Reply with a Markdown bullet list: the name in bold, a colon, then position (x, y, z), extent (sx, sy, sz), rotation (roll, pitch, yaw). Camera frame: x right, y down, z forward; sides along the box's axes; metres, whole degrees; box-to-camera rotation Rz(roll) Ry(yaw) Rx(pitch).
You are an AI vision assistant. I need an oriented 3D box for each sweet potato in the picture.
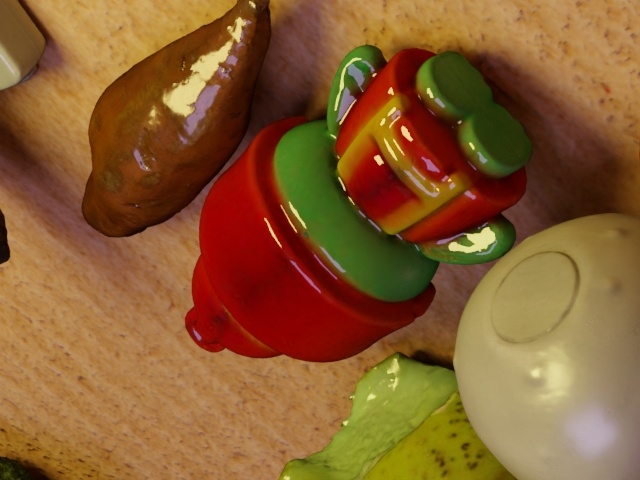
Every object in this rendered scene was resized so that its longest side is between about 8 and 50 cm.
- **sweet potato**: position (-0.125, -0.080, 1.306), extent (0.112, 0.112, 0.359), rotation (35, 138, -7)

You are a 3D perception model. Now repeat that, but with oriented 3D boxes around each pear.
- **pear**: position (0.084, 0.224, 1.331), extent (0.176, 0.286, 0.282), rotation (40, 173, -13)

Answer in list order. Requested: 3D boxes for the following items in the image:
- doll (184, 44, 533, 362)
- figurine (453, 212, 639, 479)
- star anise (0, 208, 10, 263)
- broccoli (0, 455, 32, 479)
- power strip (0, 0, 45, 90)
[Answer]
- **doll**: position (0.001, -0.001, 1.275), extent (0.182, 0.160, 0.363), rotation (50, 135, -1)
- **figurine**: position (0.287, 0.104, 1.219), extent (0.394, 0.274, 0.226), rotation (34, -174, -36)
- **star anise**: position (-0.358, -0.051, 1.330), extent (0.108, 0.315, 0.315), rotation (-26, 117, 27)
- **broccoli**: position (-0.357, 0.373, 1.771), extent (0.304, 0.283, 0.321), rotation (44, 138, 31)
- **power strip**: position (-0.335, -0.241, 1.299), extent (0.098, 0.058, 0.338), rotation (-12, 124, 37)
